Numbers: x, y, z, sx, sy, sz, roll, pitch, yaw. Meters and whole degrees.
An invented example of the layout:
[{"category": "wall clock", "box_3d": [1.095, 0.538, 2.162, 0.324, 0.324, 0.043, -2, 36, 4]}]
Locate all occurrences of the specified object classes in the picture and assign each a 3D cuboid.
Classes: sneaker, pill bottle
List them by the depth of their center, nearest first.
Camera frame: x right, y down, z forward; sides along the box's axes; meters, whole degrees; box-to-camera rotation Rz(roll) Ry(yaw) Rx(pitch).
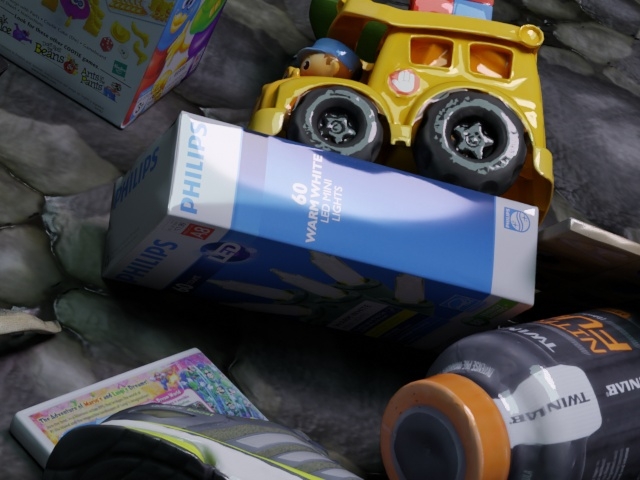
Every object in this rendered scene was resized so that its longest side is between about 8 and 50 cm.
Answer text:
[{"category": "sneaker", "box_3d": [0.002, 0.157, 1.029, 0.300, 0.111, 0.121, 24, 19, 1]}, {"category": "pill bottle", "box_3d": [0.152, 0.116, 1.221, 0.246, 0.130, 0.130, -9, 47, -43]}]

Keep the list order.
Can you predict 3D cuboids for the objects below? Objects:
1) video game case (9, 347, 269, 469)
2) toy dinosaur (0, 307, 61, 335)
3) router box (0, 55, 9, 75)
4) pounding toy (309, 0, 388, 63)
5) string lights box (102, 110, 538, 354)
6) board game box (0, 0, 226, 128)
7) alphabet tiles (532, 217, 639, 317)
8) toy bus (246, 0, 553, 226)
[{"category": "video game case", "box_3d": [-0.085, 0.134, 1.125, 0.143, 0.019, 0.157, 43, 36, 23]}, {"category": "toy dinosaur", "box_3d": [-0.242, 0.069, 1.064, 0.268, 0.064, 0.118, 4, 33, -38]}, {"category": "router box", "box_3d": [-0.373, -0.129, 1.159, 0.243, 0.081, 0.309, 49, 33, -1]}, {"category": "pounding toy", "box_3d": [0.067, -0.120, 1.541, 0.183, 0.110, 0.237, 20, 2, 8]}, {"category": "string lights box", "box_3d": [0.000, 0.000, 1.254, 0.260, 0.133, 0.076, 14, 66, -20]}, {"category": "board game box", "box_3d": [-0.128, -0.249, 1.389, 0.144, 0.275, 0.142, 32, 33, 6]}, {"category": "alphabet tiles", "box_3d": [0.293, 0.059, 1.325, 0.343, 0.285, 0.011, 20, 76, -12]}, {"category": "toy bus", "box_3d": [0.055, -0.109, 1.355, 0.220, 0.149, 0.211, 7, 68, -6]}]
